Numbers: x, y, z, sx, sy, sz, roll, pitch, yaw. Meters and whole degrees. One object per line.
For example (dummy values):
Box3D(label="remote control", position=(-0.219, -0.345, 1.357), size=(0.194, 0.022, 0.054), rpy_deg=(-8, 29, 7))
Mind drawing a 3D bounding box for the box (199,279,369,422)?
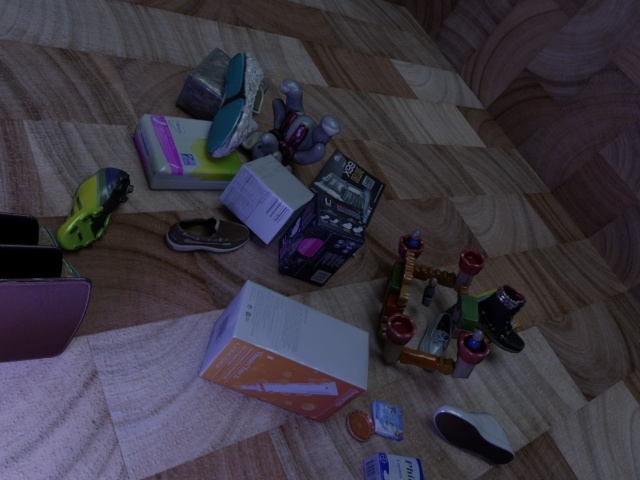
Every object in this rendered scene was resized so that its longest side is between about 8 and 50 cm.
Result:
Box3D(label="box", position=(-0.082, 0.278, 1.306), size=(0.345, 0.215, 0.168), rpy_deg=(25, 42, -17))

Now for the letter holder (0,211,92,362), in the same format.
Box3D(label="letter holder", position=(-0.572, 0.098, 1.017), size=(0.214, 0.302, 0.152), rpy_deg=(3, 52, -36))

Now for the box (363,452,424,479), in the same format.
Box3D(label="box", position=(0.187, 0.606, 1.328), size=(0.137, 0.072, 0.126), rpy_deg=(18, 45, -25))

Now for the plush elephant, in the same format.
Box3D(label="plush elephant", position=(-0.131, -0.332, 1.811), size=(0.255, 0.330, 0.272), rpy_deg=(-35, 76, -26))

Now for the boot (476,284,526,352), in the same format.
Box3D(label="boot", position=(0.625, 0.262, 1.771), size=(0.236, 0.179, 0.085), rpy_deg=(38, 41, -2))

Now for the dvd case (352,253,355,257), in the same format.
Box3D(label="dvd case", position=(0.065, 0.007, 1.824), size=(0.119, 0.013, 0.087), rpy_deg=(19, 44, -22))

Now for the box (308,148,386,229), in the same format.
Box3D(label="box", position=(0.093, -0.176, 1.960), size=(0.242, 0.076, 0.307), rpy_deg=(36, 40, -5))

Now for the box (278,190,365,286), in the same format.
Box3D(label="box", position=(0.000, 0.000, 1.595), size=(0.163, 0.247, 0.142), rpy_deg=(20, 45, -23))

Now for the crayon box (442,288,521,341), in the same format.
Box3D(label="crayon box", position=(0.585, 0.284, 1.924), size=(0.278, 0.081, 0.165), rpy_deg=(-9, 61, -43))

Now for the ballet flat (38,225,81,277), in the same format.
Box3D(label="ballet flat", position=(-0.609, 0.055, 1.214), size=(0.067, 0.073, 0.206), rpy_deg=(-31, 72, -34))

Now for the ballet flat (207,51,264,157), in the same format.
Box3D(label="ballet flat", position=(-0.242, -0.414, 1.681), size=(0.146, 0.147, 0.409), rpy_deg=(20, 61, -23))

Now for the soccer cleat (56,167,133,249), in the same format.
Box3D(label="soccer cleat", position=(-0.589, -0.082, 1.358), size=(0.121, 0.094, 0.289), rpy_deg=(10, 45, 11))

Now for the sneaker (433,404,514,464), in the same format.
Box3D(label="sneaker", position=(0.440, 0.544, 1.574), size=(0.290, 0.106, 0.123), rpy_deg=(36, 30, -17))

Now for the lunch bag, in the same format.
Box3D(label="lunch bag", position=(-0.331, -0.529, 1.881), size=(0.235, 0.169, 0.287), rpy_deg=(34, 45, -11))

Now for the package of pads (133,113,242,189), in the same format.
Box3D(label="package of pads", position=(-0.401, -0.269, 1.643), size=(0.296, 0.101, 0.229), rpy_deg=(-3, 57, -40))

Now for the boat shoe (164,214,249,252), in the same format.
Box3D(label="boat shoe", position=(-0.299, -0.023, 1.500), size=(0.257, 0.095, 0.095), rpy_deg=(-8, 59, -42))

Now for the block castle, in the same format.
Box3D(label="block castle", position=(0.357, 0.179, 1.665), size=(0.302, 0.213, 0.453), rpy_deg=(14, 41, 4))

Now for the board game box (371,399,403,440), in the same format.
Box3D(label="board game box", position=(0.184, 0.493, 1.468), size=(0.089, 0.020, 0.090), rpy_deg=(22, 44, -20))

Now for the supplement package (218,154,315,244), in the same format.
Box3D(label="supplement package", position=(-0.160, -0.131, 1.642), size=(0.203, 0.149, 0.194), rpy_deg=(43, 27, 3))

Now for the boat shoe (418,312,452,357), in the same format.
Box3D(label="boat shoe", position=(0.380, 0.317, 1.733), size=(0.079, 0.081, 0.228), rpy_deg=(36, 40, -5))

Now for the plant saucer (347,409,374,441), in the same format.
Box3D(label="plant saucer", position=(0.105, 0.490, 1.415), size=(0.083, 0.013, 0.084), rpy_deg=(22, 44, -22))
